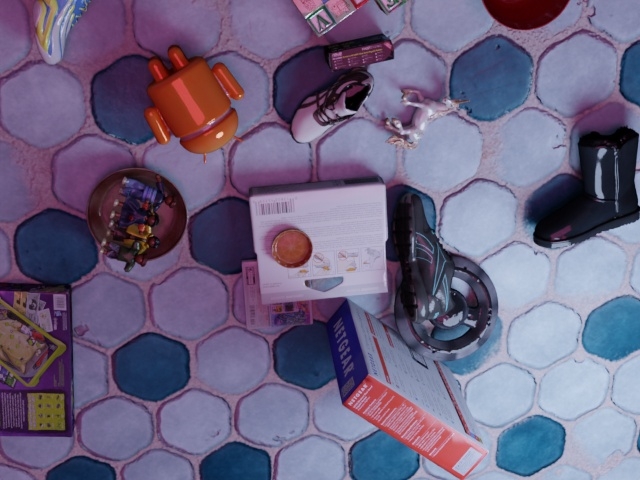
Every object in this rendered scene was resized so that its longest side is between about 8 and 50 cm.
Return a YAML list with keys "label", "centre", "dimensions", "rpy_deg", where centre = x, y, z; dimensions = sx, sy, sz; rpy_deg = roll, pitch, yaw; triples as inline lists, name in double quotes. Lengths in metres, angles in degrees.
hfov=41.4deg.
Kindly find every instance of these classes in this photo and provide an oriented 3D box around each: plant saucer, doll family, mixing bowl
- label: "plant saucer"
  centre: [-0.364, -0.054, 1.692]
  dimensions: [0.199, 0.036, 0.198]
  rpy_deg: [-2, 111, -6]
- label: "doll family"
  centre: [-0.349, -0.035, 1.643]
  dimensions: [0.111, 0.076, 0.193]
  rpy_deg: [18, 105, -7]
- label: "mixing bowl"
  centre: [0.368, -0.487, 1.569]
  dimensions: [0.181, 0.098, 0.181]
  rpy_deg: [-2, 111, -6]
- label: "plant saucer"
  centre: [-0.057, 0.016, 1.701]
  dimensions: [0.084, 0.013, 0.083]
  rpy_deg: [-2, 110, -5]

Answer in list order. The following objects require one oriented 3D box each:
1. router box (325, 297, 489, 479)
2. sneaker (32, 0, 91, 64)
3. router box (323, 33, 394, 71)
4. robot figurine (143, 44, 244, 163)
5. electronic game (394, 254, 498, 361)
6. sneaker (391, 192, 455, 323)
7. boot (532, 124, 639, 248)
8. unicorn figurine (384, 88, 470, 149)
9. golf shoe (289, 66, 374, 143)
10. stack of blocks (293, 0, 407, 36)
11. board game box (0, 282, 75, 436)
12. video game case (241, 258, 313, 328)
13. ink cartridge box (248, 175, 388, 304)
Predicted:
- label: "router box"
  centre: [0.165, 0.291, 1.722]
  dimensions: [0.301, 0.335, 0.082]
  rpy_deg: [35, 104, -16]
- label: "sneaker"
  centre: [-0.442, -0.431, 1.508]
  dimensions: [0.126, 0.091, 0.240]
  rpy_deg: [2, 110, -8]
- label: "router box"
  centre: [0.071, -0.354, 1.592]
  dimensions: [0.122, 0.092, 0.038]
  rpy_deg: [-12, 111, -2]
- label: "robot figurine"
  centre: [-0.239, -0.253, 1.580]
  dimensions: [0.158, 0.128, 0.219]
  rpy_deg: [-48, 116, -35]
- label: "electronic game"
  centre: [0.270, 0.146, 1.813]
  dimensions: [0.229, 0.048, 0.229]
  rpy_deg: [-1, 94, -8]
- label: "sneaker"
  centre: [0.213, 0.033, 1.742]
  dimensions: [0.106, 0.101, 0.267]
  rpy_deg: [-7, 93, -17]
- label: "boot"
  centre: [0.539, -0.112, 1.732]
  dimensions: [0.247, 0.094, 0.207]
  rpy_deg: [-18, 116, -6]
- label: "unicorn figurine"
  centre: [0.200, -0.249, 1.671]
  dimensions: [0.111, 0.060, 0.162]
  rpy_deg: [24, 123, -15]
- label: "golf shoe"
  centre: [0.019, -0.255, 1.625]
  dimensions: [0.198, 0.094, 0.077]
  rpy_deg: [-42, 111, 12]
- label: "stack of blocks"
  centre: [0.088, -0.497, 1.541]
  dimensions: [0.297, 0.087, 0.171]
  rpy_deg: [-34, 111, 7]
- label: "board game box"
  centre: [-0.626, 0.254, 1.779]
  dimensions: [0.208, 0.056, 0.346]
  rpy_deg: [1, 111, -11]
- label: "video game case"
  centre: [-0.090, 0.110, 1.794]
  dimensions: [0.143, 0.019, 0.157]
  rpy_deg: [-4, 111, -5]
- label: "ink cartridge box"
  centre: [0.000, 0.000, 1.739]
  dimensions: [0.275, 0.060, 0.238]
  rpy_deg: [-5, 112, -4]
